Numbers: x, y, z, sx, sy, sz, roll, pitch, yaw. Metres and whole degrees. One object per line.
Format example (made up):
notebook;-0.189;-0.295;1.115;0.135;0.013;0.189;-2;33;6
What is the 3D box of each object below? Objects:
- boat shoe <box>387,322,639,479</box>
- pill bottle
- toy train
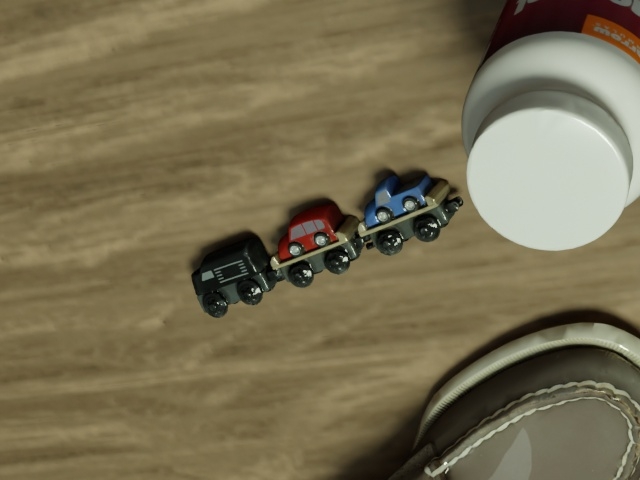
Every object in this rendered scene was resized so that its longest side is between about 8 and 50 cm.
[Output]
boat shoe;0.063;0.169;0.969;0.116;0.096;0.324;39;124;-8
pill bottle;0.108;-0.062;0.777;0.086;0.152;0.086;8;123;12
toy train;0.000;0.000;0.928;0.158;0.027;0.036;-20;102;28
